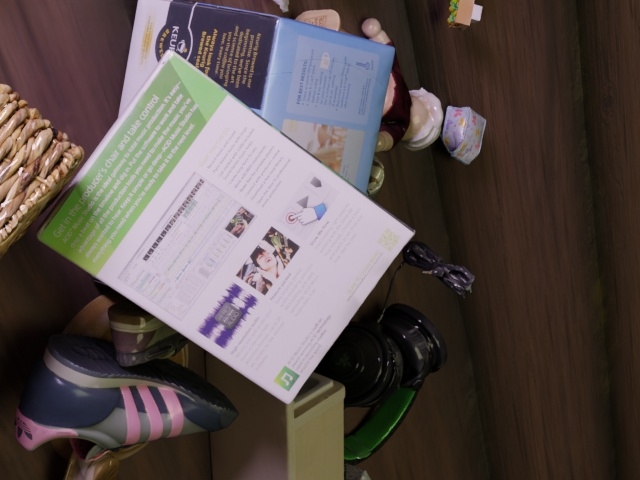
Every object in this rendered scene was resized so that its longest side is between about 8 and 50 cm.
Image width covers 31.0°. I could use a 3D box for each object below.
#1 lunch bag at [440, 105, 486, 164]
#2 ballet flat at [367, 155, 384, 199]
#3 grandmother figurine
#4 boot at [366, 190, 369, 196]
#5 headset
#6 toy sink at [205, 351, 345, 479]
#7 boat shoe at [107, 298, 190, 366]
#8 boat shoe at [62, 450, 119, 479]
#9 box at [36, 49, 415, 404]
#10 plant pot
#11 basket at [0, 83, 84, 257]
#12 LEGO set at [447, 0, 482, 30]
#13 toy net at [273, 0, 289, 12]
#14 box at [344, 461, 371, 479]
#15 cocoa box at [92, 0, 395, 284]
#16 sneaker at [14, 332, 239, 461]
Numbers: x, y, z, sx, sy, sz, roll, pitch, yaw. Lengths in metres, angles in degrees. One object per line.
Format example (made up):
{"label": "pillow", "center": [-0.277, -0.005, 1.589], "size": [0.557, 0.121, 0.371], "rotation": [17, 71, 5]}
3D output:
{"label": "lunch bag", "center": [0.233, -0.173, 1.907], "size": [0.071, 0.053, 0.083], "rotation": [20, 78, -56]}
{"label": "ballet flat", "center": [0.054, -0.108, 1.686], "size": [0.213, 0.068, 0.072], "rotation": [41, 70, -51]}
{"label": "grandmother figurine", "center": [0.076, -0.217, 1.651], "size": [0.342, 0.104, 0.207], "rotation": [28, 67, -55]}
{"label": "boot", "center": [0.000, 0.000, 1.642], "size": [0.069, 0.086, 0.190], "rotation": [26, 83, -53]}
{"label": "headset", "center": [0.116, 0.188, 1.784], "size": [0.243, 0.185, 0.394], "rotation": [-16, 127, -49]}
{"label": "toy sink", "center": [-0.059, 0.250, 1.610], "size": [0.131, 0.153, 0.234], "rotation": [-26, 122, -45]}
{"label": "boat shoe", "center": [-0.192, 0.104, 1.373], "size": [0.223, 0.080, 0.073], "rotation": [-10, 111, -75]}
{"label": "boat shoe", "center": [-0.296, 0.314, 1.406], "size": [0.063, 0.059, 0.170], "rotation": [-19, 139, -56]}
{"label": "box", "center": [-0.095, -0.010, 1.196], "size": [0.322, 0.058, 0.232], "rotation": [36, 90, -17]}
{"label": "plant pot", "center": [-0.245, 0.174, 1.439], "size": [0.236, 0.032, 0.236], "rotation": [-25, 123, -45]}
{"label": "basket", "center": [-0.404, -0.030, 1.059], "size": [0.223, 0.213, 0.299], "rotation": [41, 66, -9]}
{"label": "LEGO set", "center": [0.233, -0.471, 1.751], "size": [0.107, 0.132, 0.287], "rotation": [16, 114, -37]}
{"label": "toy net", "center": [-0.060, -0.407, 1.449], "size": [0.122, 0.045, 0.232], "rotation": [-67, 159, -62]}
{"label": "box", "center": [0.012, 0.447, 1.767], "size": [0.142, 0.163, 0.247], "rotation": [-55, 139, -26]}
{"label": "cocoa box", "center": [-0.091, -0.093, 1.368], "size": [0.231, 0.228, 0.347], "rotation": [1, 102, -53]}
{"label": "sneaker", "center": [-0.231, 0.202, 1.372], "size": [0.319, 0.112, 0.131], "rotation": [25, 98, -50]}
